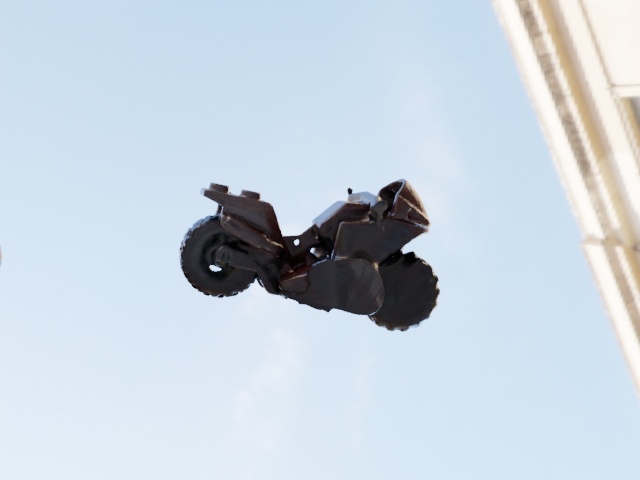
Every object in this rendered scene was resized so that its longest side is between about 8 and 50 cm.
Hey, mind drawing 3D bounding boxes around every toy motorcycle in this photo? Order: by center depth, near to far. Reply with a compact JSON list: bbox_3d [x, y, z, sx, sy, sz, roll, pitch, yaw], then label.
[{"bbox_3d":[0.000,0.000,0.778,0.213,0.082,0.122,11,-89,-15],"label":"toy motorcycle"}]

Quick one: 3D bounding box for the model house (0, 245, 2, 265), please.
[{"bbox_3d":[-0.392,-0.059,0.712,0.295,0.329,0.252,13,-97,-68],"label":"model house"}]
